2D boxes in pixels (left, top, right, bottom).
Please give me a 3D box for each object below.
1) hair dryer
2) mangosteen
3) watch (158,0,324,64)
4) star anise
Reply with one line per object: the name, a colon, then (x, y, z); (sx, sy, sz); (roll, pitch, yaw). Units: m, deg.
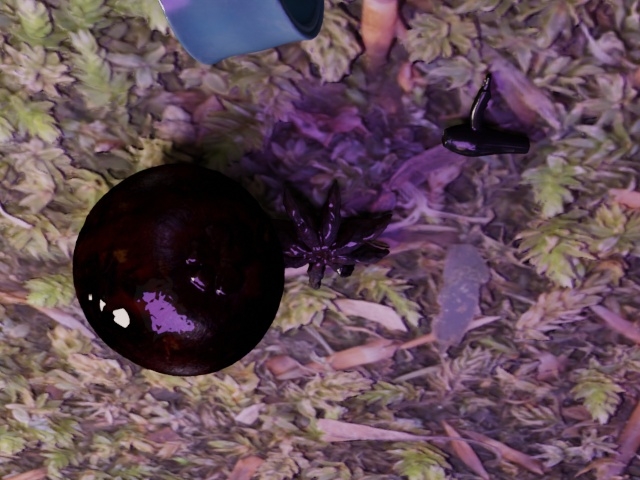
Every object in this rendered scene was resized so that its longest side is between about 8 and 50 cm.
hair dryer: (0.152, -0.109, 1.515); (0.079, 0.031, 0.083); (3, 130, -12)
mangosteen: (-0.133, 0.028, 1.578); (0.210, 0.210, 0.210); (3, 137, 3)
watch: (-0.069, -0.237, 1.274); (0.211, 0.193, 0.211); (2, 138, 2)
star anise: (-0.001, 0.000, 1.636); (0.141, 0.042, 0.141); (3, 136, 3)
